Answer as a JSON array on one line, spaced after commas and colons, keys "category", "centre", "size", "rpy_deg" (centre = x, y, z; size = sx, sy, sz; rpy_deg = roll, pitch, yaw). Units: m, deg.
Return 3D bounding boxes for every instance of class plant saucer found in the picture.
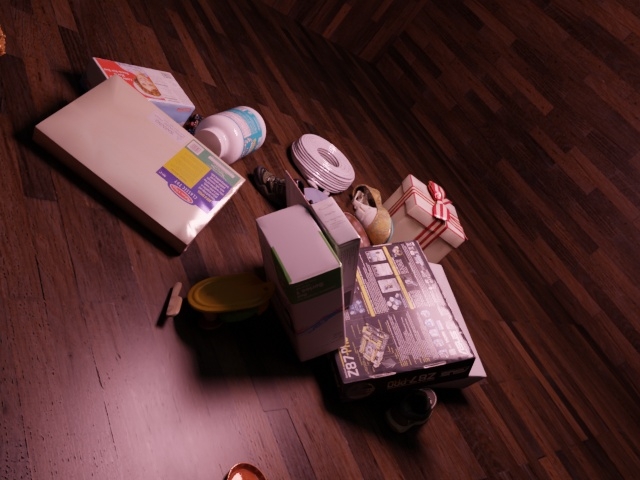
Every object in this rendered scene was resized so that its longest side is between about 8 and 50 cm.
[{"category": "plant saucer", "centre": [0.104, -0.009, 1.798], "size": [0.168, 0.029, 0.169], "rpy_deg": [41, 34, -36]}, {"category": "plant saucer", "centre": [-0.124, 0.417, 0.946], "size": [0.083, 0.013, 0.083], "rpy_deg": [31, 29, -20]}]

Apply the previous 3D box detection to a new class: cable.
[{"category": "cable", "centre": [0.008, -0.280, 2.033], "size": [0.257, 0.089, 0.257], "rpy_deg": [50, 28, 14]}]

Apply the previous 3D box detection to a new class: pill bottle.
[{"category": "pill bottle", "centre": [-0.271, -0.301, 1.638], "size": [0.146, 0.146, 0.264], "rpy_deg": [42, 28, -1]}]

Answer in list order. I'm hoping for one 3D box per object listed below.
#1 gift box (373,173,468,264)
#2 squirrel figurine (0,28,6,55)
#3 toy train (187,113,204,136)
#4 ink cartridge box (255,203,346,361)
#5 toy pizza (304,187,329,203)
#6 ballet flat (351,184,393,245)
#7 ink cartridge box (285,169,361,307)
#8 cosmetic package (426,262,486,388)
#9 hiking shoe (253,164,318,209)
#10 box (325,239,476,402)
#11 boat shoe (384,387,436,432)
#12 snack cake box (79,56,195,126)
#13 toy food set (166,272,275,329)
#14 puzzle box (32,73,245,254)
[{"category": "gift box", "centre": [0.360, -0.054, 1.990], "size": [0.276, 0.258, 0.255], "rpy_deg": [29, 30, -22]}, {"category": "squirrel figurine", "centre": [-0.751, -0.319, 0.915], "size": [0.396, 0.281, 0.371], "rpy_deg": [28, 37, -20]}, {"category": "toy train", "centre": [-0.376, -0.340, 1.684], "size": [0.036, 0.027, 0.158], "rpy_deg": [26, 31, -21]}, {"category": "ink cartridge box", "centre": [-0.040, 0.096, 1.211], "size": [0.117, 0.278, 0.201], "rpy_deg": [-20, 48, -14]}, {"category": "toy pizza", "centre": [0.007, -0.086, 1.814], "size": [0.201, 0.032, 0.201], "rpy_deg": [35, 30, -24]}, {"category": "ballet flat", "centre": [0.165, -0.098, 1.955], "size": [0.123, 0.123, 0.349], "rpy_deg": [32, 23, -19]}, {"category": "ink cartridge box", "centre": [0.000, 0.000, 1.284], "size": [0.060, 0.275, 0.239], "rpy_deg": [-22, 57, -16]}, {"category": "cosmetic package", "centre": [0.288, 0.226, 1.602], "size": [0.284, 0.097, 0.377], "rpy_deg": [16, 46, -40]}, {"category": "hiking shoe", "centre": [-0.102, -0.158, 1.687], "size": [0.227, 0.114, 0.086], "rpy_deg": [46, 27, 7]}, {"category": "box", "centre": [0.153, 0.179, 1.385], "size": [0.318, 0.097, 0.395], "rpy_deg": [-8, 46, -12]}, {"category": "boat shoe", "centre": [0.238, 0.404, 1.373], "size": [0.223, 0.073, 0.080], "rpy_deg": [-4, 52, -54]}, {"category": "snack cake box", "centre": [-0.496, -0.399, 1.545], "size": [0.152, 0.089, 0.264], "rpy_deg": [54, 30, 18]}, {"category": "toy food set", "centre": [-0.200, 0.133, 1.159], "size": [0.217, 0.071, 0.128], "rpy_deg": [-7, 30, -9]}, {"category": "puzzle box", "centre": [-0.405, -0.184, 1.310], "size": [0.409, 0.052, 0.272], "rpy_deg": [40, 46, -7]}]
